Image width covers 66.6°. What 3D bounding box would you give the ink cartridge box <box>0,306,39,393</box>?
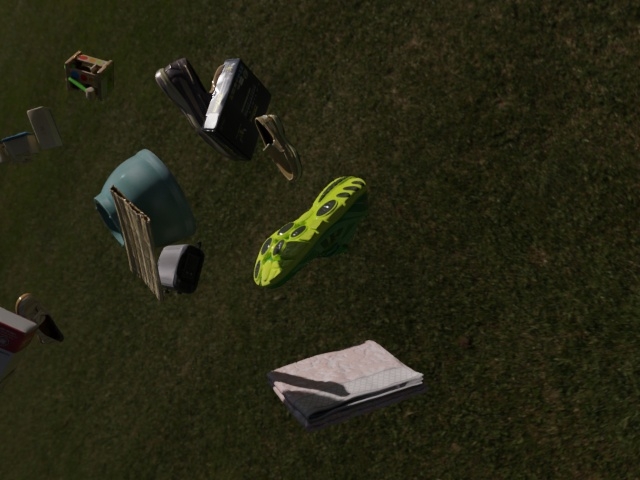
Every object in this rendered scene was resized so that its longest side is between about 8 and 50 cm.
[{"bbox_3d":[-0.486,0.164,0.688,0.135,0.099,0.056,-61,13,-1],"label":"ink cartridge box"}]

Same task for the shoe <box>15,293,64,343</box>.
[{"bbox_3d":[-0.808,0.232,1.416,0.058,0.219,0.077,13,48,11],"label":"shoe"}]

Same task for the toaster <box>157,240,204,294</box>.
[{"bbox_3d":[-0.564,0.103,1.946,0.146,0.129,0.227,0,71,31],"label":"toaster"}]

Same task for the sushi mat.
[{"bbox_3d":[-0.453,0.019,1.217,0.151,0.019,0.317,37,143,21],"label":"sushi mat"}]

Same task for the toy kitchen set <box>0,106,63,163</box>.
[{"bbox_3d":[-0.913,-0.329,1.545,0.207,0.166,0.122,-16,100,1],"label":"toy kitchen set"}]

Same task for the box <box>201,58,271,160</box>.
[{"bbox_3d":[-0.238,-0.376,1.421,0.059,0.183,0.233,9,75,27],"label":"box"}]

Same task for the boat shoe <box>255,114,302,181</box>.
[{"bbox_3d":[-0.114,-0.230,1.232,0.068,0.072,0.190,-40,73,44],"label":"boat shoe"}]

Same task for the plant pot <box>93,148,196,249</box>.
[{"bbox_3d":[-0.534,-0.094,1.438,0.293,0.196,0.293,38,148,29],"label":"plant pot"}]

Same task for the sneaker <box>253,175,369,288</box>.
[{"bbox_3d":[0.000,0.000,0.947,0.295,0.123,0.109,-42,37,-19],"label":"sneaker"}]

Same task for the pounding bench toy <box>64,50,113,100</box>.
[{"bbox_3d":[-0.392,-0.268,0.808,0.083,0.065,0.052,-82,10,-47],"label":"pounding bench toy"}]

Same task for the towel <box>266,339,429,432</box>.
[{"bbox_3d":[0.058,0.357,1.257,0.317,0.331,0.053,-166,66,-67],"label":"towel"}]

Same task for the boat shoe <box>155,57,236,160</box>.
[{"bbox_3d":[-0.346,-0.404,1.497,0.130,0.355,0.132,-39,14,6],"label":"boat shoe"}]

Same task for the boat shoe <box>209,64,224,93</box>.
[{"bbox_3d":[-0.373,-0.511,1.799,0.102,0.092,0.285,13,73,7],"label":"boat shoe"}]
